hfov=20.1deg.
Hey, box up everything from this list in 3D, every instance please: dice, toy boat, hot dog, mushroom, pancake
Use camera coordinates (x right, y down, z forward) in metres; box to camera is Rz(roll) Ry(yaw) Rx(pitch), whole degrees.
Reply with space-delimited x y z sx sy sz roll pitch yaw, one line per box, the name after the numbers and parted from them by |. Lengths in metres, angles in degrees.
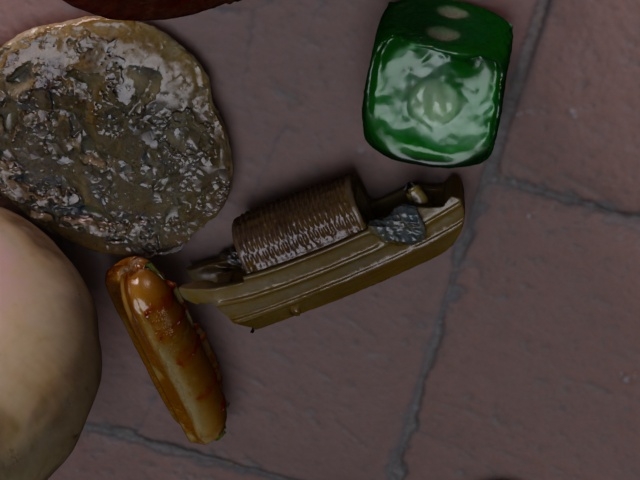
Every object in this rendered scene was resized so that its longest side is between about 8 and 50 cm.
0.111 -0.152 1.720 0.131 0.120 0.128 9 122 4 | dice
0.000 0.000 1.837 0.310 0.089 0.115 -22 112 18 | toy boat
-0.152 0.117 1.916 0.076 0.104 0.250 -32 124 -11 | hot dog
-0.403 0.142 1.832 0.353 0.325 0.353 -11 127 -16 | mushroom
-0.222 -0.101 1.829 0.282 0.049 0.282 3 120 4 | pancake

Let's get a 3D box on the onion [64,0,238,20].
-0.139 -0.358 1.540 0.353 0.354 0.354 3 120 5 | onion
